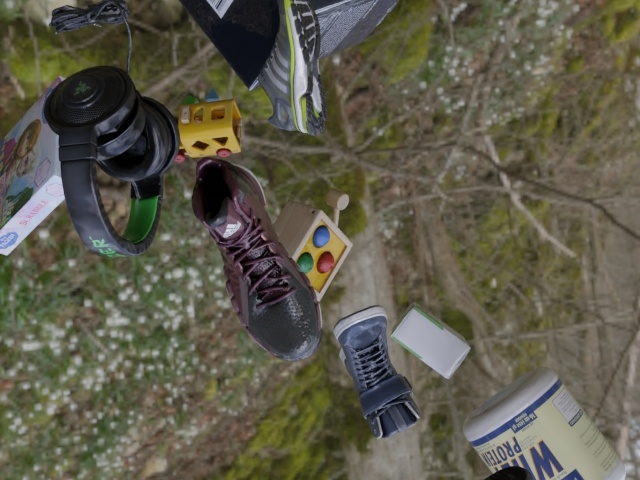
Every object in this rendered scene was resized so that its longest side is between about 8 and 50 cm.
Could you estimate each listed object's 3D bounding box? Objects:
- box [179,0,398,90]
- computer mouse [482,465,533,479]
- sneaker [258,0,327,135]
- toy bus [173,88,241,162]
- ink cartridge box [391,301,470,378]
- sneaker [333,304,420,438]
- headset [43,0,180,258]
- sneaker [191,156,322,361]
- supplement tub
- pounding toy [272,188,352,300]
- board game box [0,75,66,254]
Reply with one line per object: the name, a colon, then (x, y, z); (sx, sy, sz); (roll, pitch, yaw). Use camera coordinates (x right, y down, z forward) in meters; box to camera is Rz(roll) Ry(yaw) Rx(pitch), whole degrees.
box: (-0.102, -0.693, 2.167); (0.472, 0.480, 0.297); (-34, 174, -42)
computer mouse: (0.246, 0.441, 1.431); (0.242, 0.041, 0.071); (-24, -160, -16)
sneaker: (-0.069, -0.356, 1.749); (0.121, 0.300, 0.111); (0, -169, 25)
toy bus: (-0.261, -0.236, 1.834); (0.202, 0.191, 0.104); (-46, 154, -14)
ink cartridge box: (0.252, 0.225, 2.036); (0.160, 0.092, 0.219); (36, -177, 4)
sneaker: (0.087, 0.196, 1.290); (0.086, 0.163, 0.226); (-23, 155, -6)
headset: (-0.326, -0.169, 1.297); (0.185, 0.394, 0.243); (-3, 168, 12)
sneaker: (-0.095, 0.020, 1.090); (0.106, 0.281, 0.162); (-28, 168, 4)
supplement tub: (0.478, 0.452, 1.828); (0.235, 0.325, 0.235); (-36, 171, -7)
pounding toy: (0.007, 0.000, 1.611); (0.094, 0.206, 0.181); (20, 163, 40)
board game box: (-0.682, -0.177, 2.089); (0.066, 0.319, 0.318); (25, 131, -39)
